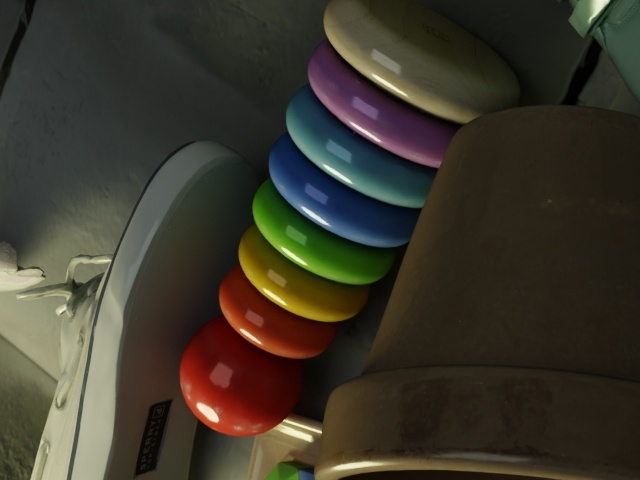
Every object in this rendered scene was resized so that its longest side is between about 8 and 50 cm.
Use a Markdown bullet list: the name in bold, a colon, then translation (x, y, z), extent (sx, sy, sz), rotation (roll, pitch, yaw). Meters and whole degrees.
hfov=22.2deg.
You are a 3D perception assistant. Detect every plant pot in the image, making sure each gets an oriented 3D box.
- **plant pot**: translation (0.136, 0.049, 0.961), extent (0.263, 0.263, 0.229), rotation (-6, 70, 36)

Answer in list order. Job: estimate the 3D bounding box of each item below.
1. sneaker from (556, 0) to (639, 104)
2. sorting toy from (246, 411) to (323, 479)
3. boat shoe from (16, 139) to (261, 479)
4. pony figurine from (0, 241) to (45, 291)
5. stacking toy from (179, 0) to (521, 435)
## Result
- **sneaker**: translation (0.138, -0.170, 0.976), extent (0.094, 0.151, 0.255), rotation (-58, 44, 52)
- **sorting toy**: translation (0.009, 0.238, 1.164), extent (0.193, 0.038, 0.208), rotation (14, 98, 36)
- **boat shoe**: translation (-0.157, 0.077, 1.243), extent (0.156, 0.136, 0.367), rotation (32, 118, 35)
- **pony figurine**: translation (-0.418, -0.007, 1.371), extent (0.351, 0.303, 0.363), rotation (156, 103, -67)
- **stacking toy**: translation (0.000, 0.000, 1.111), extent (0.141, 0.141, 0.330), rotation (41, 114, 29)
